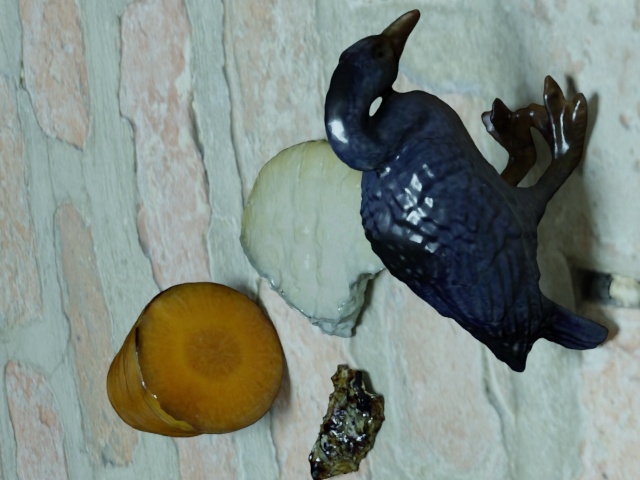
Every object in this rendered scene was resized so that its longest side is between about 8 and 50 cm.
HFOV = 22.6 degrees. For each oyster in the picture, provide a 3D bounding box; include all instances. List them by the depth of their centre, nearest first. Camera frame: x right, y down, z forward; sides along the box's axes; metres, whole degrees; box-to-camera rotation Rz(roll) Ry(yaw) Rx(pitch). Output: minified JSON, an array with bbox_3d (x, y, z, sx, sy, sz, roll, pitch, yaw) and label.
[{"bbox_3d":[0.022,0.181,1.519,0.086,0.029,0.132,25,117,49],"label":"oyster"}]

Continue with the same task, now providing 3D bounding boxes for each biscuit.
[{"bbox_3d":[0.000,0.000,1.495,0.265,0.040,0.188,-3,94,55],"label":"biscuit"}]

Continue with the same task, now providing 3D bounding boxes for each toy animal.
[{"bbox_3d":[0.115,-0.029,1.200,0.122,0.185,0.298,-1,117,51],"label":"toy animal"}]

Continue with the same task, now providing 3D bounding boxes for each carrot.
[{"bbox_3d":[-0.157,0.145,1.657,0.225,0.159,0.159,-34,71,55],"label":"carrot"}]
